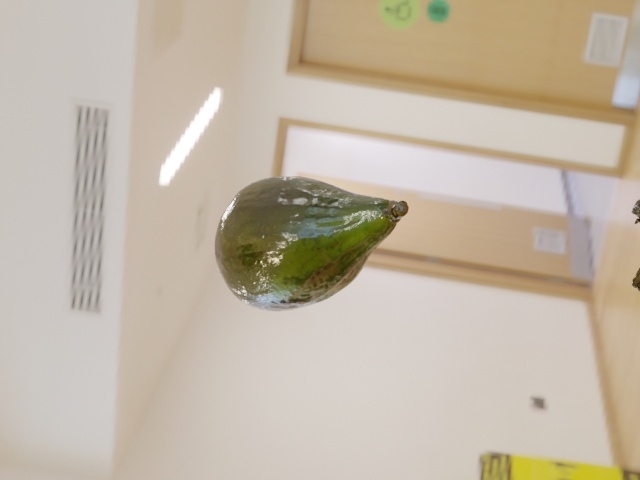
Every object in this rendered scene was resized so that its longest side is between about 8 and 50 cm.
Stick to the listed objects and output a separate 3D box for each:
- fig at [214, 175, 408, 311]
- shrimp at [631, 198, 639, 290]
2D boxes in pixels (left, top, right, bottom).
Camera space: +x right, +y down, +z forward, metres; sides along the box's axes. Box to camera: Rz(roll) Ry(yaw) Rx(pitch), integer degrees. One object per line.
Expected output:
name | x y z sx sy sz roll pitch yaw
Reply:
fig | 0.000 0.000 0.997 0.117 0.177 0.117 28 -122 -59
shrimp | 0.443 0.001 1.605 0.195 0.035 0.148 -6 -58 -53
